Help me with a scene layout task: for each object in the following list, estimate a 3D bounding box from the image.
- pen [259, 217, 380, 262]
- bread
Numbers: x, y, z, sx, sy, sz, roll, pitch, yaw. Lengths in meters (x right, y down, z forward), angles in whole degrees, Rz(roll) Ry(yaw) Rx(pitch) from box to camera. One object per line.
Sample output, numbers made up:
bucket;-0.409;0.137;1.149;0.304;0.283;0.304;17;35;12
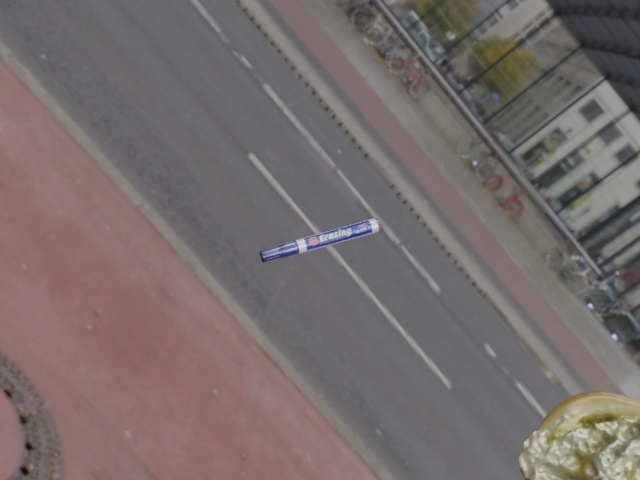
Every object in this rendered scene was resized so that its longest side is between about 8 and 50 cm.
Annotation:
pen;0.000;0.000;1.330;0.025;0.204;0.025;164;-90;-75
bread;0.470;0.345;1.214;0.316;0.211;0.270;30;0;29
